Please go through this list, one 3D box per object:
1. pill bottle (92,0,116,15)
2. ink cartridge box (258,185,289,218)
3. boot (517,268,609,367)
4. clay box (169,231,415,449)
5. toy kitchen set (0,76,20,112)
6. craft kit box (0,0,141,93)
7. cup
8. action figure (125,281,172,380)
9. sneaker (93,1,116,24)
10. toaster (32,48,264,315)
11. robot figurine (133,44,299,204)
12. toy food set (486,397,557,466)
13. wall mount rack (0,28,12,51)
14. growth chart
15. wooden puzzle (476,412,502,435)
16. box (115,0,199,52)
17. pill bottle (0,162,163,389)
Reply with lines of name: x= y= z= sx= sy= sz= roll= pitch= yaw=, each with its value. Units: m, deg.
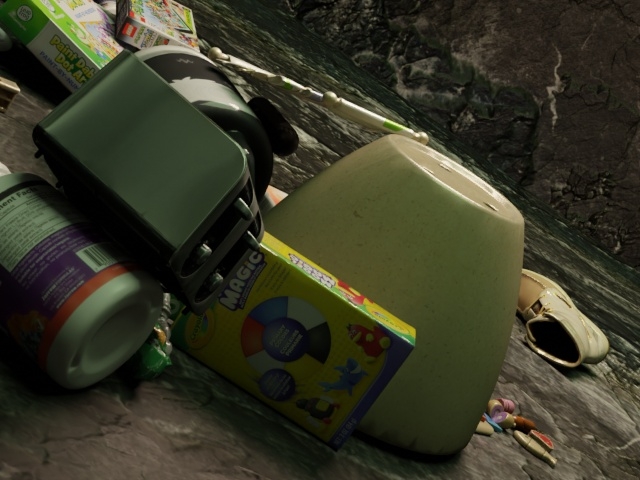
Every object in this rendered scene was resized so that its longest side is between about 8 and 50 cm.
pill bottle: x=-0.351 y=-0.366 z=1.988 sx=0.067 sy=0.067 sz=0.120 roll=24 pitch=18 yaw=-37
ink cartridge box: x=0.000 y=0.000 z=1.639 sx=0.179 sy=0.045 sz=0.145 roll=21 pitch=20 yaw=-35
boot: x=0.355 y=0.122 z=1.974 sx=0.213 sy=0.077 sz=0.165 roll=43 pitch=18 yaw=21
clay box: x=-0.039 y=0.078 z=1.128 sx=0.222 sy=0.127 sz=0.053 roll=33 pitch=15 yaw=-5
toy kitchen set: x=-0.349 y=-0.166 z=1.341 sx=0.075 sy=0.068 sz=0.083 roll=20 pitch=20 yaw=-44
craft kit box: x=-0.293 y=-0.238 z=1.635 sx=0.247 sy=0.061 sz=0.250 roll=42 pitch=13 yaw=-10
cup: x=0.080 y=0.029 z=1.307 sx=0.331 sy=0.237 sz=0.331 roll=29 pitch=15 yaw=-9
action figure: x=-0.175 y=0.045 z=1.079 sx=0.137 sy=0.063 sz=0.232 roll=27 pitch=19 yaw=-38
sneaker: x=-0.276 y=-0.289 z=1.873 sx=0.232 sy=0.090 sz=0.115 roll=35 pitch=11 yaw=-1
toaster: x=-0.136 y=-0.045 z=0.992 sx=0.186 sy=0.110 sz=0.168 roll=41 pitch=-13 yaw=15
robot figurine: x=-0.155 y=-0.109 z=1.395 sx=0.209 sy=0.173 sz=0.278 roll=28 pitch=15 yaw=-35
toy food set: x=0.240 y=0.222 z=1.503 sx=0.122 sy=0.019 sz=0.078 roll=36 pitch=14 yaw=4
wall mount rack: x=-0.514 y=-0.394 z=1.588 sx=0.350 sy=0.130 sz=0.304 roll=33 pitch=14 yaw=-11
growth chart: x=-0.012 y=-0.162 z=1.382 sx=0.172 sy=0.021 sz=0.237 roll=19 pitch=6 yaw=-43
wooden puzzle: x=0.162 y=0.194 z=1.430 sx=0.116 sy=0.014 sz=0.078 roll=17 pitch=23 yaw=-51
box: x=-0.237 y=-0.312 z=1.777 sx=0.114 sy=0.036 sz=0.207 roll=24 pitch=20 yaw=-20
pill bottle: x=-0.223 y=0.016 z=0.956 sx=0.193 sy=0.108 sz=0.108 roll=40 pitch=15 yaw=20
